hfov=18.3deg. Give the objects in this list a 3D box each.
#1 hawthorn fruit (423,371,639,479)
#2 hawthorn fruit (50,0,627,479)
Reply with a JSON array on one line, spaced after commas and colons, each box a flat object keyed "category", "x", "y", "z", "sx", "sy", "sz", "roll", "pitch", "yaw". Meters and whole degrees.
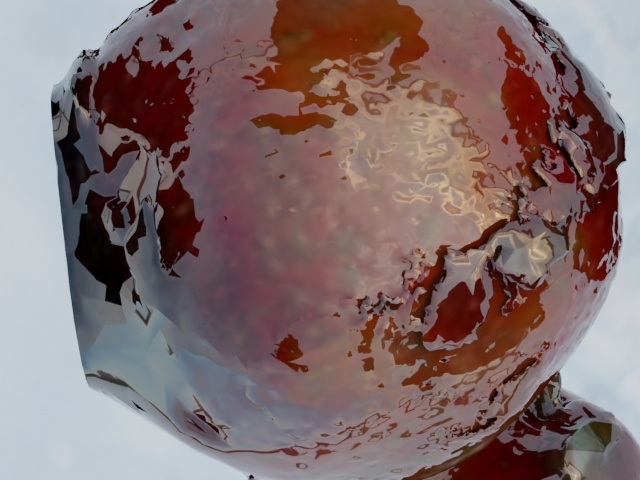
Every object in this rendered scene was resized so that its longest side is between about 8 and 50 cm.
[{"category": "hawthorn fruit", "x": 0.121, "y": 0.170, "z": 1.233, "sx": 0.185, "sy": 0.185, "sz": 0.202, "roll": 17, "pitch": 116, "yaw": 12}, {"category": "hawthorn fruit", "x": 0.000, "y": -0.013, "z": 1.038, "sx": 0.316, "sy": 0.316, "sz": 0.316, "roll": 11, "pitch": 124, "yaw": 17}]
